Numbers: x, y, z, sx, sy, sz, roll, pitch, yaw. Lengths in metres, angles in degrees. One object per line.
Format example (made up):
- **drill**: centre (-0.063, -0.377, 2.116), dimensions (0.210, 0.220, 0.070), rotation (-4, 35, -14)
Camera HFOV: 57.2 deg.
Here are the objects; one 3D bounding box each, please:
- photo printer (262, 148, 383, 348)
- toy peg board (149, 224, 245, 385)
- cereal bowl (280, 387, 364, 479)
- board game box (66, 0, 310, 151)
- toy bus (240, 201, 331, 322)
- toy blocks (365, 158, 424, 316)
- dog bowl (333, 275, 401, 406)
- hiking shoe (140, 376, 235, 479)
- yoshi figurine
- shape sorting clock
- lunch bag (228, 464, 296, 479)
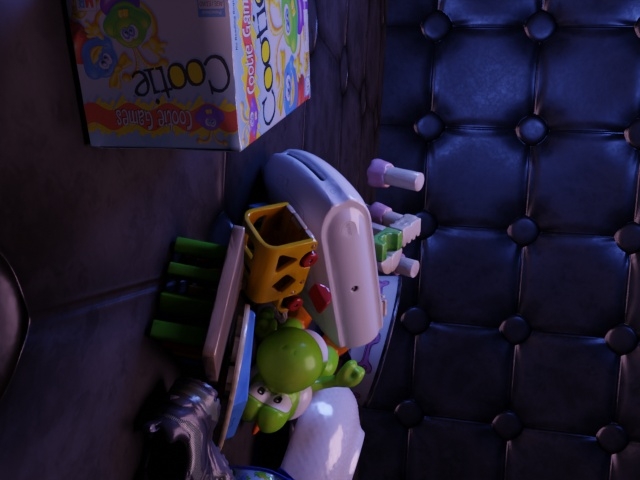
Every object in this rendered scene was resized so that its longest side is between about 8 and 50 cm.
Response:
- **photo printer**: centre (0.000, 0.000, 1.021), dimensions (0.256, 0.107, 0.307), rotation (44, -29, 51)
- **toy peg board**: centre (-0.149, 0.079, 0.728), dimensions (0.160, 0.079, 0.161), rotation (108, -7, -64)
- **cereal bowl**: centre (0.002, 0.458, 1.234), dimensions (0.339, 0.141, 0.339), rotation (19, 90, -82)
- **board game box**: centre (-0.109, -0.194, 0.597), dimensions (0.275, 0.144, 0.142), rotation (-65, 156, -65)
- **toy bus**: centre (-0.083, 0.043, 0.885), dimensions (0.191, 0.104, 0.202), rotation (-6, -84, 58)
- **toy blocks**: centre (0.052, -0.007, 1.330), dimensions (0.288, 0.260, 0.309), rotation (-33, 129, -44)
- **dog bowl**: centre (0.121, 0.285, 1.787), dimensions (0.408, 0.150, 0.408), rotation (15, 90, -86)
- **hiking shoe**: centre (-0.167, 0.279, 0.690), dimensions (0.114, 0.086, 0.227), rotation (-39, 128, -57)
- **yoshi figurine**: centre (-0.034, 0.205, 1.073), dimensions (0.362, 0.203, 0.203), rotation (-44, 123, -71)
- **shape sorting clock**: centre (-0.127, 0.191, 0.829), dimensions (0.206, 0.040, 0.206), rotation (-171, -90, -79)
- **lunch bag**: centre (-0.082, 0.441, 0.957), dimensions (0.096, 0.151, 0.129), rotation (-70, 160, -54)
